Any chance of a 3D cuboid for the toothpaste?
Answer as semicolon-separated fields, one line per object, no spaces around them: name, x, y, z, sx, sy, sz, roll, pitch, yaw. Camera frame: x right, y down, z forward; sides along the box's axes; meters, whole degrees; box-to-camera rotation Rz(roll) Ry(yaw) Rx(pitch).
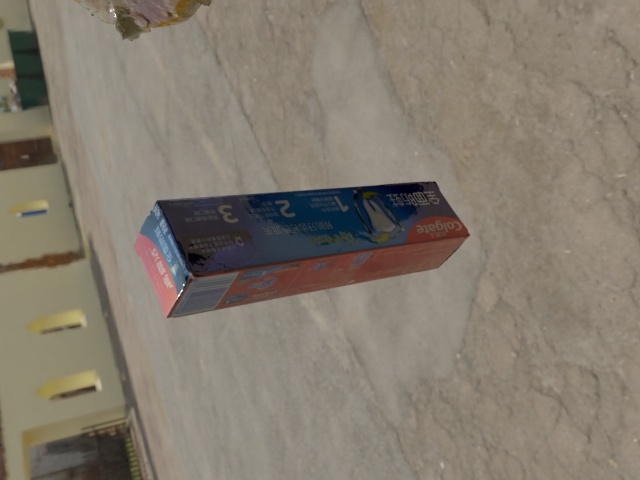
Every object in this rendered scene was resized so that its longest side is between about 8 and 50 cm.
toothpaste;-0.001;-0.001;0.660;0.066;0.320;0.076;-52;56;40

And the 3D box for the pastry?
pastry;-0.272;-0.387;0.997;0.257;0.236;0.120;56;-137;-54
